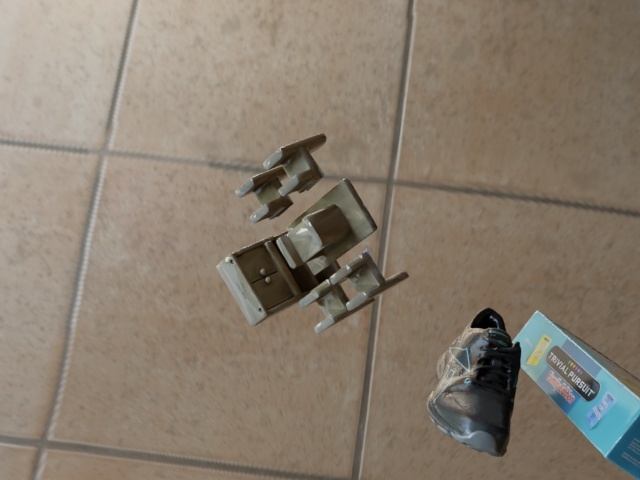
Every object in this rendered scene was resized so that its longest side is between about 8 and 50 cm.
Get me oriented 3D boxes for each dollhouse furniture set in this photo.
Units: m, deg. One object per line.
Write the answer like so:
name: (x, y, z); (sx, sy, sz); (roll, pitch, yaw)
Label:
dollhouse furniture set: (0.000, 0.000, 1.403); (0.161, 0.242, 0.212); (-25, 81, -42)

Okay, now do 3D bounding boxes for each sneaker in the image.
sneaker: (0.188, 0.162, 1.276); (0.101, 0.267, 0.106); (25, 107, -5)

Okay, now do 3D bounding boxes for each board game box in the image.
board game box: (0.404, 0.231, 1.347); (0.253, 0.336, 0.079); (34, 97, -16)
